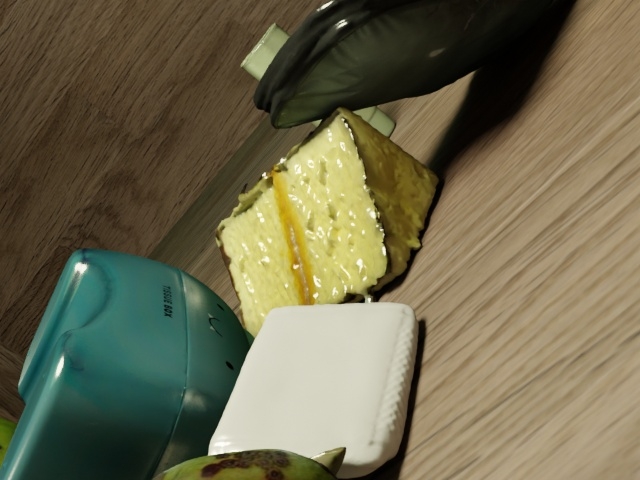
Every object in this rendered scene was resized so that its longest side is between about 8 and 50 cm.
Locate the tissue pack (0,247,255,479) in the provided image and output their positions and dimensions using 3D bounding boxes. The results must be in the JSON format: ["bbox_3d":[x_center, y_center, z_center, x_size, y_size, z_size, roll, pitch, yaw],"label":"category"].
[{"bbox_3d":[-0.162,0.144,0.914,0.198,0.206,0.287,-62,17,14],"label":"tissue pack"}]

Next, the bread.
[{"bbox_3d":[0.000,0.000,0.990,0.142,0.178,0.266,-20,-12,-44],"label":"bread"}]

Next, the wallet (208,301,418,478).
[{"bbox_3d":[0.002,0.100,0.696,0.124,0.032,0.183,-2,30,13],"label":"wallet"}]

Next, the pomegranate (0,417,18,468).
[{"bbox_3d":[-0.477,0.358,1.364,0.254,0.270,0.254,179,90,-71],"label":"pomegranate"}]

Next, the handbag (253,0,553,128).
[{"bbox_3d":[0.099,-0.195,0.961,0.332,0.075,0.191,-20,-15,-35],"label":"handbag"}]

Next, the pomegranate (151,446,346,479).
[{"bbox_3d":[-0.030,0.176,0.525,0.148,0.148,0.169,-51,-20,8],"label":"pomegranate"}]

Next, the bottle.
[{"bbox_3d":[-0.002,-0.187,1.288,0.072,0.201,0.072,-49,13,15],"label":"bottle"}]
